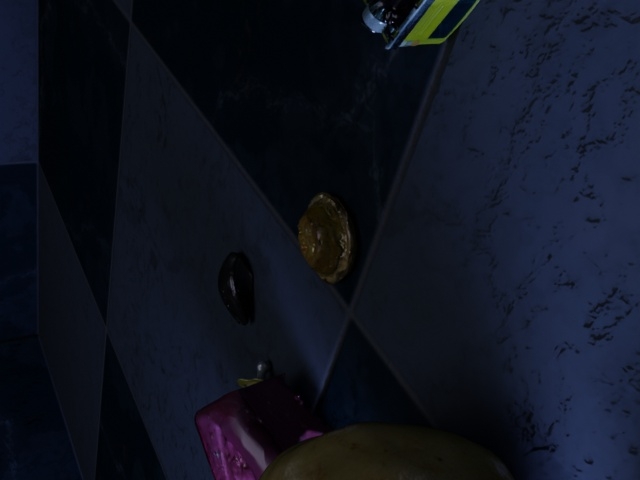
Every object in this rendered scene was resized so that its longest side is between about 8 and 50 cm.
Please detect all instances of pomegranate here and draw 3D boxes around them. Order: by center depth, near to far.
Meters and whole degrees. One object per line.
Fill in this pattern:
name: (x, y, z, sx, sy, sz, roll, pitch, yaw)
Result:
pomegranate: (0.065, 0.337, 0.658, 0.333, 0.333, 0.332, 20, 114, 55)

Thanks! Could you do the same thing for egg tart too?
egg tart: (0.000, 0.000, 0.930, 0.129, 0.049, 0.128, 22, 116, 57)

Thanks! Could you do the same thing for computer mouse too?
computer mouse: (-0.154, 0.088, 1.203, 0.079, 0.047, 0.135, 9, 106, 58)

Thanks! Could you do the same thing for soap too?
soap: (-0.056, 0.371, 1.012, 0.220, 0.127, 0.324, -36, 75, 50)

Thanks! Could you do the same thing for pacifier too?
pacifier: (-0.098, 0.237, 1.154, 0.083, 0.068, 0.064, -12, 52, 42)

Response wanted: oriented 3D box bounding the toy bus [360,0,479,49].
toy bus: (0.078, -0.287, 0.683, 0.088, 0.101, 0.175, -46, 63, 52)
